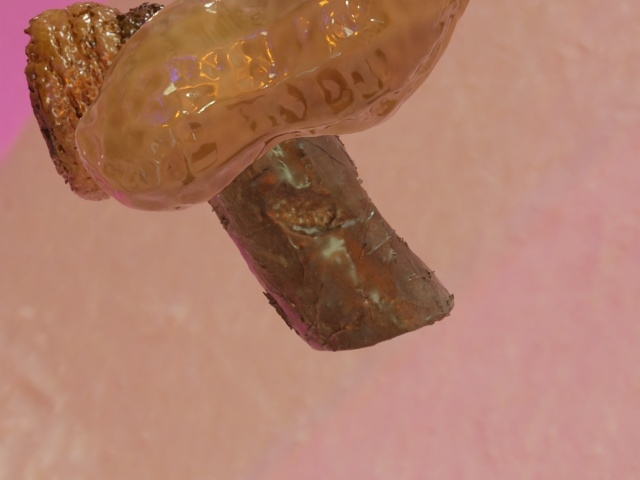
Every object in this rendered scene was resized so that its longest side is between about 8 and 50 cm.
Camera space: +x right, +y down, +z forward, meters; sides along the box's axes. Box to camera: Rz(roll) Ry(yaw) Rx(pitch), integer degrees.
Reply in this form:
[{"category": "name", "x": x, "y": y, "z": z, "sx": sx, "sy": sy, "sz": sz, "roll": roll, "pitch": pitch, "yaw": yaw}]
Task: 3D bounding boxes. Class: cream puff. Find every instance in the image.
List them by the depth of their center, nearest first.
[{"category": "cream puff", "x": -0.167, "y": -0.139, "z": 1.567, "sx": 0.169, "sy": 0.183, "sz": 0.183, "roll": -15, "pitch": 32, "yaw": 5}]

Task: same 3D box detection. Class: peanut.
[{"category": "peanut", "x": -0.032, "y": -0.130, "z": 1.215, "sx": 0.313, "sy": 0.149, "sz": 0.149, "roll": -27, "pitch": 26, "yaw": 0}]

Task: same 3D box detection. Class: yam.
[{"category": "yam", "x": 0.000, "y": 0.000, "z": 1.633, "sx": 0.154, "sy": 0.254, "sz": 0.154, "roll": -36, "pitch": 14, "yaw": 10}]
